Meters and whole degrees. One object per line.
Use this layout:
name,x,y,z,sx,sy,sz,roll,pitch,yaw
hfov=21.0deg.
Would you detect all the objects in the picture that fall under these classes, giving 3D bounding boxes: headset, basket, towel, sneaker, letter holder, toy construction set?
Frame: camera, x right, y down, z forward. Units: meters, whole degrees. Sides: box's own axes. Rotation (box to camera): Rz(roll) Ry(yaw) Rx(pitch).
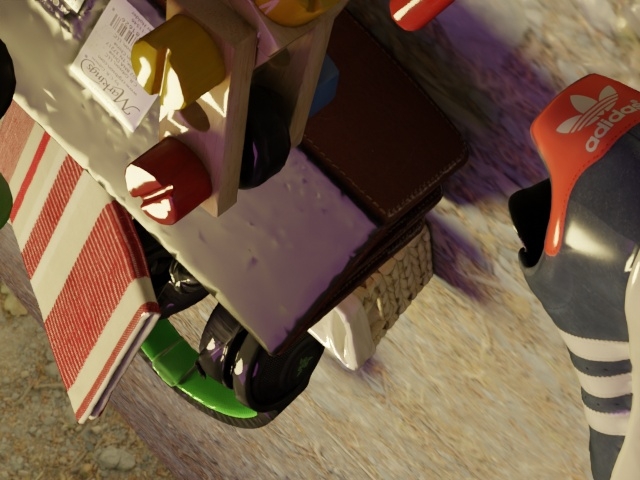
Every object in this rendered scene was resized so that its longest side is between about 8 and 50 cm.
headset,-0.115,0.067,1.673,0.243,0.185,0.394,44,148,6
basket,0.000,0.000,1.353,0.167,0.103,0.113,40,164,21
towel,-0.237,-0.018,1.663,0.237,0.037,0.329,-55,50,51
sneaker,0.176,0.033,0.964,0.148,0.131,0.350,45,161,28
letter holder,-0.045,-0.115,1.144,0.302,0.214,0.152,45,133,6
toy construction set,-0.026,-0.157,0.746,0.237,0.309,0.257,-34,68,56

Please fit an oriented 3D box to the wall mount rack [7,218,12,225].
wall mount rack,-0.310,-0.087,1.927,0.350,0.130,0.304,25,158,52
